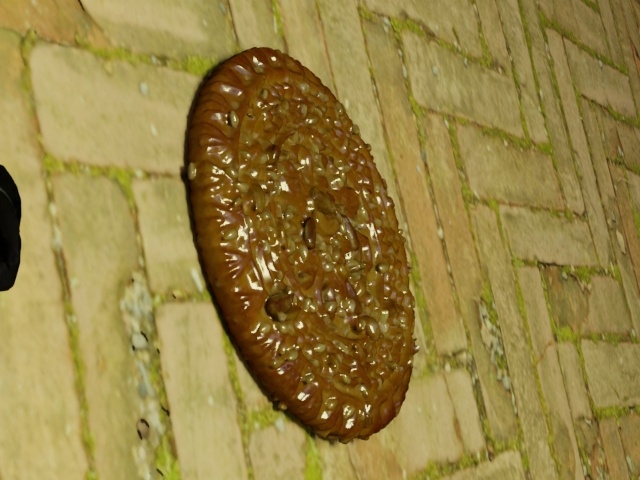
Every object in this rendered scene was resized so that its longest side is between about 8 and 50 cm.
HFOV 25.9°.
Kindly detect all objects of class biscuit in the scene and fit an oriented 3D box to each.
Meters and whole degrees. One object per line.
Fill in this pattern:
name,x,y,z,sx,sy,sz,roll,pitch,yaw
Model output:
biscuit,0.000,0.000,1.031,0.305,0.038,0.305,42,40,-47

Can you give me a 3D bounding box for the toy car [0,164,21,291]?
toy car,-0.222,-0.007,0.418,0.190,0.189,0.255,-60,156,-32
